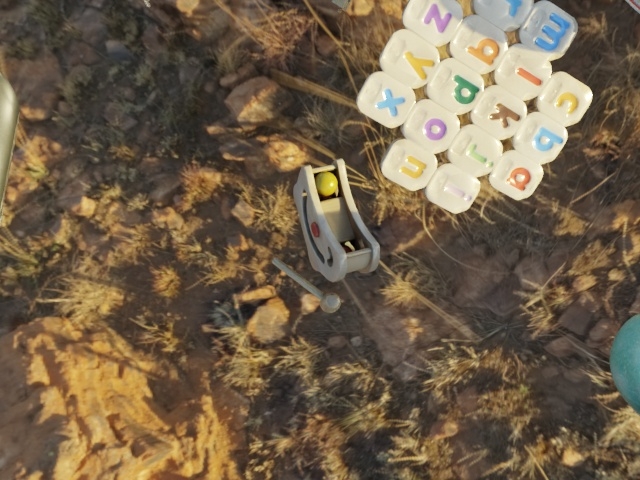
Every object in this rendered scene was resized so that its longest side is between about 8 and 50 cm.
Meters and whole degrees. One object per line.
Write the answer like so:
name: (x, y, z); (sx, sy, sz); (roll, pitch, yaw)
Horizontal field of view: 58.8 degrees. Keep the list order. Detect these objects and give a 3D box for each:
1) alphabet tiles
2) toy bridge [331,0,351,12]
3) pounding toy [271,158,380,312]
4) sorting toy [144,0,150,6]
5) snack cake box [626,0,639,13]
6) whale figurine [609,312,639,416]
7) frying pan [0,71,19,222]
alphabet tiles: (0.199, -0.182, 0.734); (0.278, 0.021, 0.284); (25, 105, -14)
toy bridge: (0.080, -0.484, 0.990); (0.026, 0.063, 0.188); (34, 106, 7)
pounding toy: (0.000, 0.000, 1.009); (0.155, 0.154, 0.269); (-14, 89, -20)
sorting toy: (-0.366, -0.510, 1.133); (0.012, 0.083, 0.062); (-26, 38, 1)
snack cake box: (0.474, -0.353, 0.729); (0.264, 0.152, 0.089); (40, 94, -5)
whale figurine: (0.512, 0.126, 0.745); (0.272, 0.216, 0.141); (-41, 105, 11)
frying pan: (-0.229, 0.039, 0.338); (0.197, 0.053, 0.326); (-18, 66, 58)
